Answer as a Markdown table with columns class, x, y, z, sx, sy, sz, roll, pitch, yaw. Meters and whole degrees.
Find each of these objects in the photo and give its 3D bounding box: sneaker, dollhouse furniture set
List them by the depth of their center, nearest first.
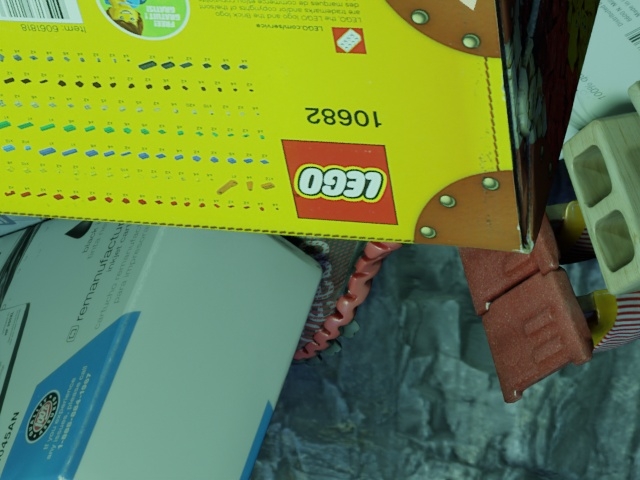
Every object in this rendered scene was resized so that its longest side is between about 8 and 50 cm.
| class | x | y | z | sx | sy | sz | roll | pitch | yaw |
| --- | --- | --- | --- | --- | --- | --- | --- | --- | --- |
| dollhouse furniture set | 0.280 | -0.017 | 1.368 | 0.201 | 0.152 | 0.374 | -9 | 164 | -29 |
| sneaker | 0.000 | 0.000 | 1.611 | 0.135 | 0.098 | 0.276 | 23 | 132 | -10 |

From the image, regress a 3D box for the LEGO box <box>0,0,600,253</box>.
| class | x | y | z | sx | sy | sz | roll | pitch | yaw |
| --- | --- | --- | --- | --- | --- | --- | --- | --- | --- |
| LEGO box | -0.100 | -0.200 | 1.040 | 0.500 | 0.372 | 0.193 | 5 | 134 | 17 |

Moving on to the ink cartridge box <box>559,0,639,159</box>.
| class | x | y | z | sx | sy | sz | roll | pitch | yaw |
| --- | --- | --- | --- | --- | --- | --- | --- | --- | --- |
| ink cartridge box | 0.170 | -0.190 | 1.346 | 0.307 | 0.129 | 0.223 | -27 | 131 | 33 |

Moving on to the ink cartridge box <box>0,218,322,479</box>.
| class | x | y | z | sx | sy | sz | roll | pitch | yaw |
| --- | --- | --- | --- | --- | --- | --- | --- | --- | --- |
| ink cartridge box | -0.217 | 0.134 | 1.587 | 0.166 | 0.285 | 0.395 | 36 | 148 | -29 |

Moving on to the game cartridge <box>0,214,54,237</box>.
| class | x | y | z | sx | sy | sz | roll | pitch | yaw |
| --- | --- | --- | --- | --- | --- | --- | --- | --- | --- |
| game cartridge | -0.322 | -0.059 | 1.566 | 0.196 | 0.060 | 0.294 | 2 | 167 | 11 |
